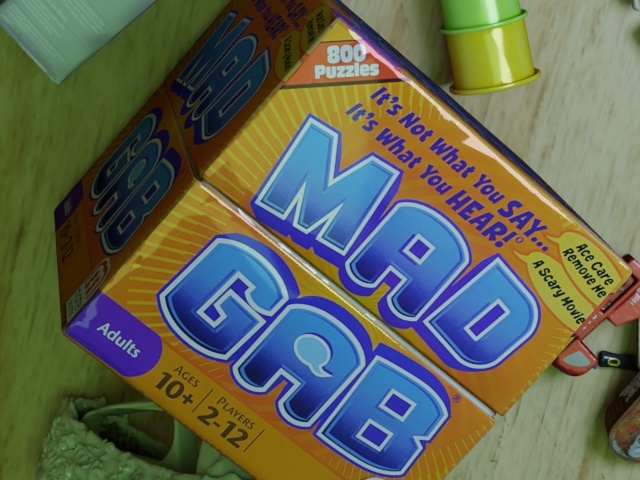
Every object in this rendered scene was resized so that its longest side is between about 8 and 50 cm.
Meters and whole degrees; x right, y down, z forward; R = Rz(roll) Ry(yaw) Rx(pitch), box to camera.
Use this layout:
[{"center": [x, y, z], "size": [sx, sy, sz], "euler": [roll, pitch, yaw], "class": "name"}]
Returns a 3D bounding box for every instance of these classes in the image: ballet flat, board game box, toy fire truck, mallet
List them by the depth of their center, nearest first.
[{"center": [0.000, 0.000, 1.740], "size": [0.356, 0.356, 0.356], "euler": [39, 98, -19], "class": "board game box"}, {"center": [-0.133, 0.228, 1.821], "size": [0.409, 0.147, 0.147], "euler": [8, 102, 39], "class": "ballet flat"}, {"center": [0.338, 0.090, 1.958], "size": [0.192, 0.047, 0.135], "euler": [-44, 93, 6], "class": "toy fire truck"}, {"center": [0.393, 0.150, 2.002], "size": [0.190, 0.039, 0.062], "euler": [2, 107, -1], "class": "mallet"}]

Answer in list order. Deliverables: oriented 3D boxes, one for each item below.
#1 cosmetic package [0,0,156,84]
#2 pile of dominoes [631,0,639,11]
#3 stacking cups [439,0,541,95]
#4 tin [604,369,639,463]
[{"center": [-0.195, -0.267, 1.785], "size": [0.238, 0.127, 0.107], "euler": [-43, 104, 4], "class": "cosmetic package"}, {"center": [0.441, -0.259, 1.878], "size": [0.251, 0.040, 0.196], "euler": [-34, 109, -2], "class": "pile of dominoes"}, {"center": [0.149, -0.307, 1.832], "size": [0.096, 0.096, 0.316], "euler": [-11, 102, -3], "class": "stacking cups"}, {"center": [0.376, 0.167, 1.960], "size": [0.106, 0.040, 0.189], "euler": [18, 130, -19], "class": "tin"}]
